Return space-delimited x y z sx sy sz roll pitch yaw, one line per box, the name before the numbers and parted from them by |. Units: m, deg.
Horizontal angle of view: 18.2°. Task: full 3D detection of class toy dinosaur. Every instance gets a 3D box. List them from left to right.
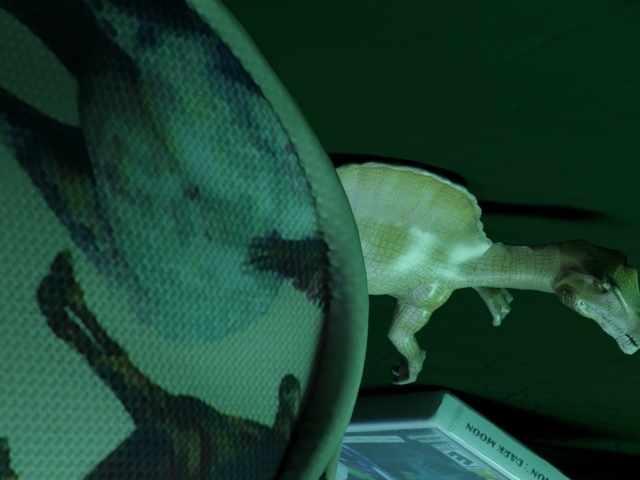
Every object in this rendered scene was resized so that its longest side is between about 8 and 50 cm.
toy dinosaur | 0.000 0.000 0.548 0.183 0.053 0.092 11 151 -15

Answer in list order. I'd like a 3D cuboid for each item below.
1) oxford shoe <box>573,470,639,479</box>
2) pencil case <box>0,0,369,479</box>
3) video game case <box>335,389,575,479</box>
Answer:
oxford shoe | 0.190 0.190 1.231 0.130 0.123 0.348 29 168 8
pencil case | -0.161 0.038 0.482 0.410 0.160 0.183 -9 116 54
video game case | 0.074 0.133 1.035 0.173 0.022 0.190 35 158 -21
